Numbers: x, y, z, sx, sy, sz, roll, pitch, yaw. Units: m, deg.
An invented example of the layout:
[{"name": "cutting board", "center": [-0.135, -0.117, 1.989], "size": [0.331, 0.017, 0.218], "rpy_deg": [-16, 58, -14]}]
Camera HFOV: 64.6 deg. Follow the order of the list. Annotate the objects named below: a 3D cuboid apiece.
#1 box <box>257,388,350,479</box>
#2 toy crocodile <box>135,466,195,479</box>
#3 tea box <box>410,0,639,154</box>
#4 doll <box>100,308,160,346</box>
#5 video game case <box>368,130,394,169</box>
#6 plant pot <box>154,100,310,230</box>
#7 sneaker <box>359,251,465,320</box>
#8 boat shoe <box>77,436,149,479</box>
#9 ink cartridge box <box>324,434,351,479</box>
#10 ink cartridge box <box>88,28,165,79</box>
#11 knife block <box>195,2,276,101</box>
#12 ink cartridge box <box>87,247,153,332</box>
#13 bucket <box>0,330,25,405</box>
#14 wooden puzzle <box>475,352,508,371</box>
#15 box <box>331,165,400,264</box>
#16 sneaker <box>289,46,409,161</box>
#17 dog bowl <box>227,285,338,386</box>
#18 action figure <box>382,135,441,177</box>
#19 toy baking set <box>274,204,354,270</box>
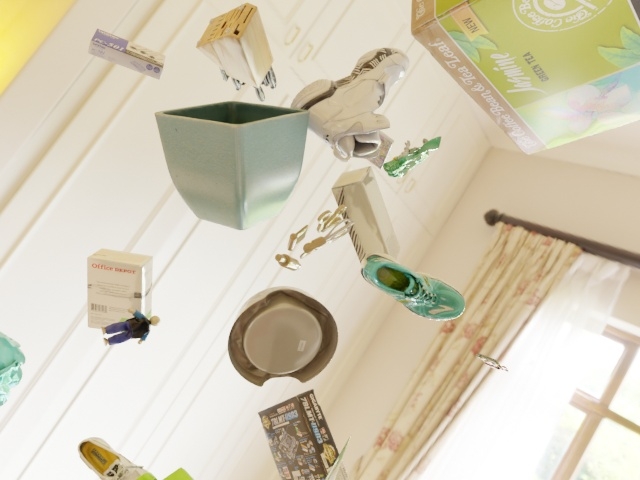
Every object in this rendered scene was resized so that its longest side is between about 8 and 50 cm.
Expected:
[{"name": "box", "center": [-0.059, 0.623, 1.521], "size": [0.295, 0.073, 0.293], "rpy_deg": [-42, -115, 49]}, {"name": "toy crocodile", "center": [-0.391, 0.591, 1.039], "size": [0.115, 0.105, 0.341], "rpy_deg": [31, 27, 21]}, {"name": "tea box", "center": [0.334, -0.311, 0.623], "size": [0.324, 0.219, 0.329], "rpy_deg": [-15, -30, 42]}, {"name": "doll", "center": [-0.629, 0.289, 1.694], "size": [0.189, 0.129, 0.046], "rpy_deg": [-13, 8, -31]}, {"name": "video game case", "center": [0.161, -0.272, 1.476], "size": [0.087, 0.011, 0.122], "rpy_deg": [39, -31, 13]}, {"name": "plant pot", "center": [-0.191, -0.169, 1.156], "size": [0.248, 0.252, 0.247], "rpy_deg": [16, 28, 30]}, {"name": "sneaker", "center": [0.217, 0.118, 1.187], "size": [0.275, 0.107, 0.110], "rpy_deg": [24, 2, -7]}, {"name": "boat shoe", "center": [-0.761, 0.862, 1.890], "size": [0.367, 0.136, 0.156], "rpy_deg": [38, -22, 10]}, {"name": "ink cartridge box", "center": [0.012, 0.485, 0.883], "size": [0.056, 0.171, 0.235], "rpy_deg": [28, 31, 10]}, {"name": "ink cartridge box", "center": [-0.579, -0.562, 1.529], "size": [0.207, 0.046, 0.097], "rpy_deg": [16, 37, -23]}, {"name": "knife block", "center": [-0.165, -0.439, 1.238], "size": [0.242, 0.088, 0.276], "rpy_deg": [32, -10, -35]}, {"name": "ink cartridge box", "center": [-0.715, 0.181, 1.811], "size": [0.199, 0.272, 0.115], "rpy_deg": [9, 18, 1]}, {"name": "bucket", "center": [-0.907, 0.309, 1.236], "size": [0.281, 0.281, 0.183], "rpy_deg": [30, -28, 24]}, {"name": "wooden puzzle", "center": [0.405, 0.290, 1.204], "size": [0.049, 0.006, 0.083], "rpy_deg": [47, -20, -31]}, {"name": "box", "center": [0.130, -0.056, 1.402], "size": [0.094, 0.113, 0.275], "rpy_deg": [-11, -64, 27]}, {"name": "sneaker", "center": [0.121, -0.330, 1.252], "size": [0.210, 0.366, 0.137], "rpy_deg": [51, -24, 16]}, {"name": "dog bowl", "center": [-0.123, 0.303, 1.621], "size": [0.349, 0.348, 0.102], "rpy_deg": [37, 10, -23]}, {"name": "action figure", "center": [0.236, -0.224, 1.390], "size": [0.063, 0.137, 0.232], "rpy_deg": [44, 39, 12]}, {"name": "toy baking set", "center": [-0.006, 0.004, 1.171], "size": [0.030, 0.197, 0.256], "rpy_deg": [52, 0, 16]}]
